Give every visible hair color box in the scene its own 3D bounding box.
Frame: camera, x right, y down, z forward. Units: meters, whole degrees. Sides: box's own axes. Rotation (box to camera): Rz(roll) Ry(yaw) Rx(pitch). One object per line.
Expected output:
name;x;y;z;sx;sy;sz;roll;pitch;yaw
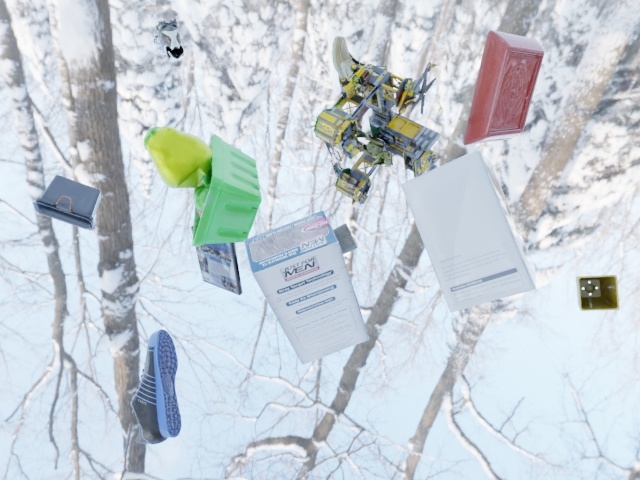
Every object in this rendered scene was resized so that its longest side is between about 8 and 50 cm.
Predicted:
hair color box;-0.018;0.115;0.988;0.174;0.347;0.105;-21;-135;-2

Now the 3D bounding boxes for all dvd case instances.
dvd case;-0.370;0.073;1.650;0.180;0.253;0.022;17;-140;23

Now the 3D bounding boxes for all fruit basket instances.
fruit basket;-0.383;-0.190;1.442;0.392;0.283;0.392;19;-151;-11

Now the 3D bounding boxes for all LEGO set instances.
LEGO set;0.145;-0.199;0.982;0.192;0.331;0.255;34;-110;25

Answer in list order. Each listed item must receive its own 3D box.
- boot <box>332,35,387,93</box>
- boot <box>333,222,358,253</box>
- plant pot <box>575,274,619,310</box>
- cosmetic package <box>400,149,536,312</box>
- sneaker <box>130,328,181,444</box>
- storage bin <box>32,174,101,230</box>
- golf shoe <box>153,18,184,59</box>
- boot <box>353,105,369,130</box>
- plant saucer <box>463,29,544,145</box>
boot;0.133;-0.572;1.508;0.165;0.213;0.077;10;-126;27
boot;-0.001;-0.002;1.546;0.208;0.190;0.076;-25;-149;14
plant pot;0.655;0.121;1.099;0.081;0.081;0.083;-5;180;18
cosmetic package;0.264;-0.019;0.800;0.138;0.225;0.224;-21;175;25
sneaker;-0.358;0.309;0.977;0.090;0.081;0.232;-18;-117;10
storage bin;-0.606;-0.098;1.116;0.135;0.098;0.091;20;-114;-16
golf shoe;-0.455;-0.582;1.385;0.077;0.094;0.198;-19;-174;-14
boot;0.130;-0.379;1.333;0.037;0.114;0.106;34;-165;-31
plant saucer;0.462;-0.365;1.131;0.259;0.258;0.047;-17;-148;-42
